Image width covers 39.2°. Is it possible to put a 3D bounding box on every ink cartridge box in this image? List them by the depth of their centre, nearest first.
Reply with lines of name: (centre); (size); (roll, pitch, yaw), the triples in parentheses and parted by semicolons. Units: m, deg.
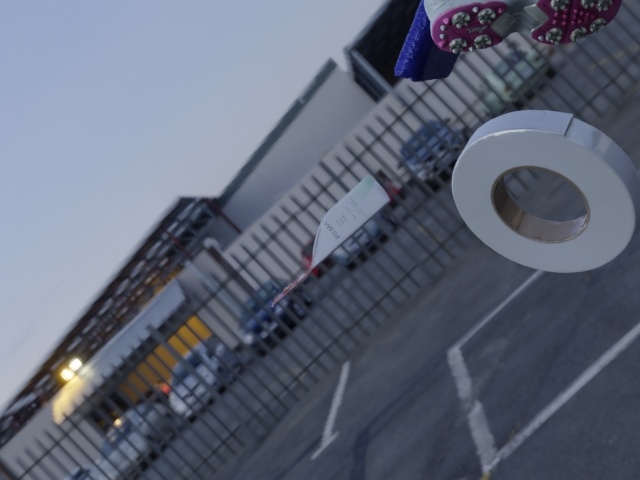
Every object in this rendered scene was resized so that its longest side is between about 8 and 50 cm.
ink cartridge box: (0.000, 0.000, 1.323); (0.225, 0.056, 0.181); (-40, 0, -1)

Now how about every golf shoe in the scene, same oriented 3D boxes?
golf shoe: (0.300, -0.367, 1.345); (0.306, 0.140, 0.115); (-6, -36, -14)

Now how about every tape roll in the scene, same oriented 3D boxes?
tape roll: (0.464, -0.094, 1.859); (0.072, 0.392, 0.392); (-56, 7, -36)

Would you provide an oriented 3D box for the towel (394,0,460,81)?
towel: (0.237, -0.453, 1.684); (0.228, 0.076, 0.308); (-21, -43, -59)
